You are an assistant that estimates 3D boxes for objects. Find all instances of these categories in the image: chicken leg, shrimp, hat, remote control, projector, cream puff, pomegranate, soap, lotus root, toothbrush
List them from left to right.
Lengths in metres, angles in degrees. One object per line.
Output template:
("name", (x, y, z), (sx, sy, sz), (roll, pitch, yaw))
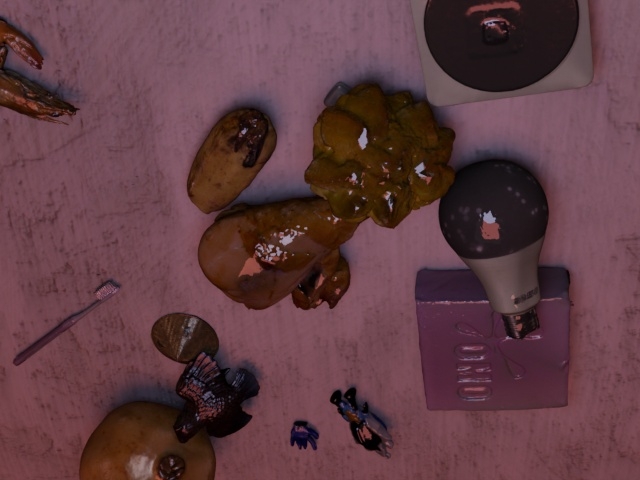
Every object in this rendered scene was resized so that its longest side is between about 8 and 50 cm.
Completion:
("shrimp", (-0.522, -0.283, 1.657), (0.248, 0.068, 0.150), (32, 120, -9))
("toothbrush", (-0.537, 0.175, 2.032), (0.354, 0.024, 0.029), (-34, 110, 29))
("pomegranate", (-0.374, 0.494, 2.104), (0.307, 0.307, 0.307), (5, 128, 6))
("hat", (-0.285, 0.224, 2.001), (0.146, 0.067, 0.146), (4, 127, 6))
("lotus root", (-0.156, -0.142, 1.685), (0.110, 0.097, 0.258), (36, 132, -9))
("chicken leg", (0.000, 0.000, 1.752), (0.409, 0.182, 0.295), (-31, 127, 10))
("remote control", (0.066, -0.216, 1.637), (0.124, 0.018, 0.053), (31, 127, -14))
("cream puff", (0.095, -0.130, 1.564), (0.244, 0.196, 0.244), (0, 91, 17))
("soap", (0.331, 0.188, 1.853), (0.285, 0.107, 0.296), (-4, 127, 10))
("projector", (0.271, -0.342, 1.468), (0.257, 0.079, 0.259), (-6, 126, 13))

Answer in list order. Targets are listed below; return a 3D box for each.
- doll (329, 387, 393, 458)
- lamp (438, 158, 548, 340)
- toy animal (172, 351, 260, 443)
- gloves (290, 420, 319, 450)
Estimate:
("doll", (0.095, 0.396, 2.072), (0.096, 0.070, 0.195), (-17, 117, 39))
("lamp", (0.326, 0.007, 1.653), (0.182, 0.182, 0.314), (-26, 109, 26))
("toy animal", (-0.222, 0.341, 2.014), (0.116, 0.179, 0.219), (3, 132, 39))
("gloves", (-0.035, 0.434, 2.146), (0.064, 0.026, 0.086), (4, 127, 4))
